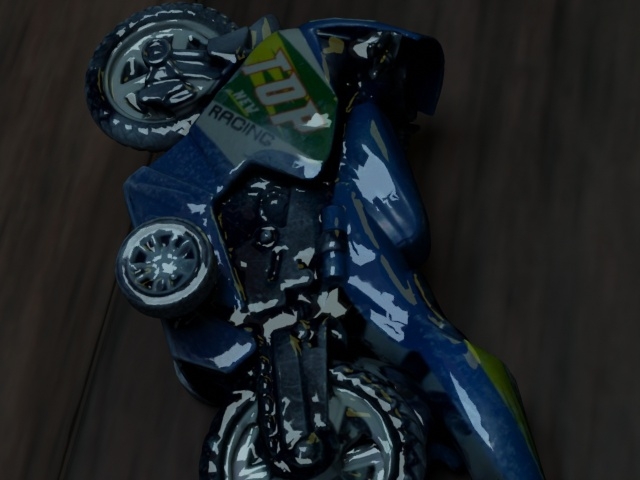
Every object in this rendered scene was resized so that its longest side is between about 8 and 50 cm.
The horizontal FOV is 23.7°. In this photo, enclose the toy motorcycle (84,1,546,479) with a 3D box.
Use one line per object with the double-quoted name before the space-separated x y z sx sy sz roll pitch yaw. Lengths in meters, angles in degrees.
"toy motorcycle" 0.000 0.000 0.546 0.135 0.092 0.254 -20 59 0
